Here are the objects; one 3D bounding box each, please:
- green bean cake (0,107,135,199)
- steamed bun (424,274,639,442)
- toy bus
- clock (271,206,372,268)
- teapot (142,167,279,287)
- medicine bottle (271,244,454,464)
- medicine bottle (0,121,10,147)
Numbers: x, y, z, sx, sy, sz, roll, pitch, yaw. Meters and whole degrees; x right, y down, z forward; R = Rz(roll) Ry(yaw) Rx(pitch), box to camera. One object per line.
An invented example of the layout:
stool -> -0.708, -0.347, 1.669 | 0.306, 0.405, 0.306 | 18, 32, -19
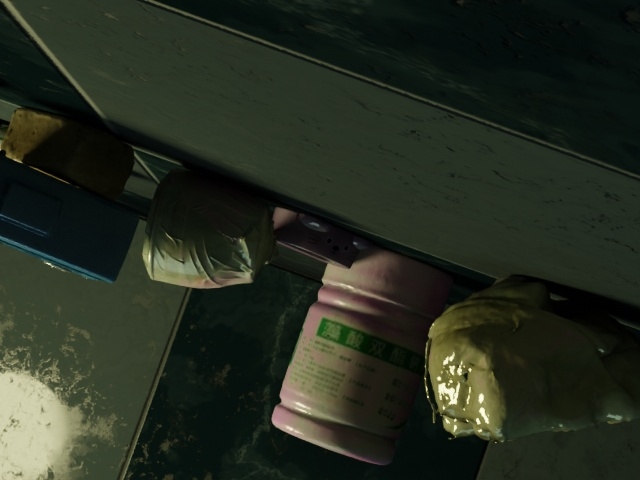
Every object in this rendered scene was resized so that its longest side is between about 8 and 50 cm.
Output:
green bean cake -> -0.353, -0.122, 1.765 | 0.179, 0.085, 0.109 | 15, 171, 43
steamed bun -> 0.280, 0.147, 1.675 | 0.280, 0.207, 0.268 | -7, 178, -5
toy bus -> -0.374, -0.033, 1.698 | 0.234, 0.116, 0.133 | 25, 172, -33
clock -> 0.000, 0.000, 1.935 | 0.152, 0.050, 0.110 | 23, 174, -37
teapot -> -0.154, 0.006, 1.830 | 0.178, 0.163, 0.222 | 12, 148, 3
medicine bottle -> 0.069, 0.179, 2.052 | 0.212, 0.325, 0.212 | 21, 175, 2
medicine bottle -> -0.606, -0.198, 2.176 | 0.220, 0.061, 0.092 | 20, -165, 8
